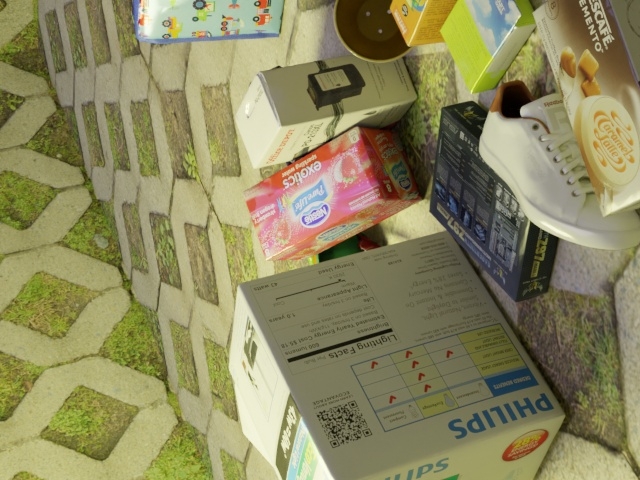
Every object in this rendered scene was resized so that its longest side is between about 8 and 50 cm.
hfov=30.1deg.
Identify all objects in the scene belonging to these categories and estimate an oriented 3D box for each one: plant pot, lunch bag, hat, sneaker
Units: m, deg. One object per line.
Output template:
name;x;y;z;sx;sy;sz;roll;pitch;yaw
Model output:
plant pot;0.087;-0.330;1.766;0.095;0.134;0.134;-73;-28;-83
lunch bag;-0.218;-0.473;2.175;0.138;0.293;0.221;59;152;36
hat;0.102;0.026;2.058;0.208;0.183;0.173;-74;-31;-50
sneaker;0.283;-0.099;1.428;0.290;0.105;0.123;50;144;46

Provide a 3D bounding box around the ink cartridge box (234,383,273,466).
ink cartridge box;0.011;0.293;2.103;0.197;0.272;0.114;-147;48;-60

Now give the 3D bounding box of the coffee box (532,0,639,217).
coffee box;0.334;-0.166;1.272;0.141;0.098;0.247;146;109;-67

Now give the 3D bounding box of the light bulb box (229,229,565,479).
light bulb box;0.096;0.217;1.737;0.225;0.357;0.361;100;150;-49

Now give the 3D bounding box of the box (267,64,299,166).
box;-0.028;-0.188;2.056;0.175;0.051;0.220;70;-166;13

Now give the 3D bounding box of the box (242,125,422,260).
box;0.017;-0.072;1.920;0.257;0.122;0.128;-27;76;33

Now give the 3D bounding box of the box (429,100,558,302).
box;0.237;-0.056;1.629;0.233;0.059;0.183;51;147;45

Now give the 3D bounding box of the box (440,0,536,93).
box;0.221;-0.285;1.553;0.109;0.042;0.178;67;156;19

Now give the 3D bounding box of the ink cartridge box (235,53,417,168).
ink cartridge box;0.005;-0.207;1.864;0.172;0.237;0.100;130;123;-64

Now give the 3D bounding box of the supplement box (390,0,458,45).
supplement box;0.166;-0.363;1.595;0.233;0.080;0.078;109;144;-57

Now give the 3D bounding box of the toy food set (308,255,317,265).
toy food set;0.000;0.000;2.269;0.192;0.038;0.132;156;100;-68
